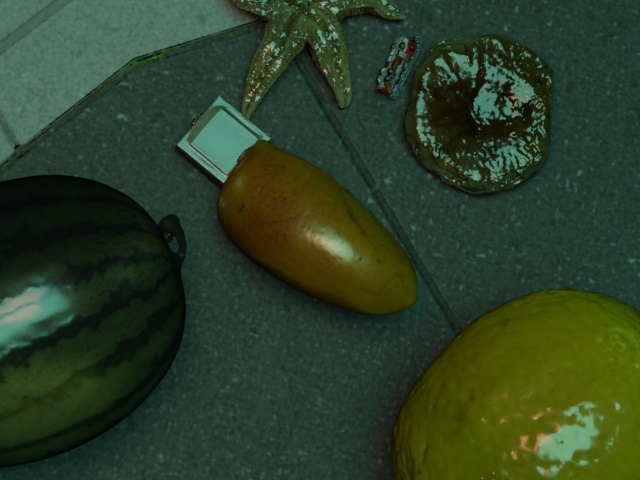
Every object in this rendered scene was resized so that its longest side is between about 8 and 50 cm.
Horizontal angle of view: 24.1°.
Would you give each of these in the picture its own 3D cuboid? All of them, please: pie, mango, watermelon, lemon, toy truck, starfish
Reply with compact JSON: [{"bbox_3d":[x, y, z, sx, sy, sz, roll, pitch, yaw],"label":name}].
[{"bbox_3d":[0.184,-0.150,1.756,0.195,0.046,0.195,1,80,-8],"label":"pie"},{"bbox_3d":[0.000,0.000,1.654,0.252,0.154,0.126,36,84,12],"label":"mango"},{"bbox_3d":[-0.290,0.076,1.520,0.359,0.279,0.278,-23,85,-14],"label":"watermelon"},{"bbox_3d":[0.238,0.211,1.571,0.336,0.336,0.336,2,80,-9],"label":"lemon"},{"bbox_3d":[0.092,-0.207,1.761,0.032,0.024,0.083,29,78,-26],"label":"toy truck"},{"bbox_3d":[-0.018,-0.263,1.747,0.236,0.062,0.277,17,74,-11],"label":"starfish"}]

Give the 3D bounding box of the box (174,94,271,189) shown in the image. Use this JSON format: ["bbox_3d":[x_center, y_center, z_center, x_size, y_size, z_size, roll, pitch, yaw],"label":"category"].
[{"bbox_3d":[-0.113,-0.110,1.706,0.083,0.035,0.079,40,77,0],"label":"box"}]
